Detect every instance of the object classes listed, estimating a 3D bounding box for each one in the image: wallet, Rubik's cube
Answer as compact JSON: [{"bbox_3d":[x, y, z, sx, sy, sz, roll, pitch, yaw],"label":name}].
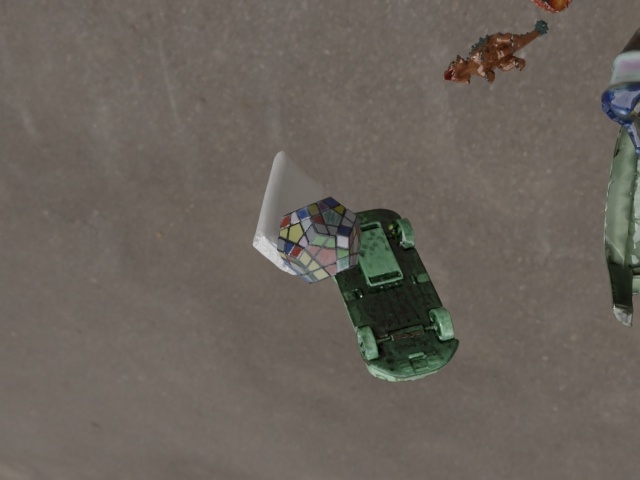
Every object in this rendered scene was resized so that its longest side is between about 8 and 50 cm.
[{"bbox_3d":[-0.042,-0.037,1.322,0.095,0.190,0.033,36,131,-27],"label":"wallet"},{"bbox_3d":[0.000,0.000,1.164,0.093,0.111,0.111,5,145,18],"label":"Rubik's cube"}]

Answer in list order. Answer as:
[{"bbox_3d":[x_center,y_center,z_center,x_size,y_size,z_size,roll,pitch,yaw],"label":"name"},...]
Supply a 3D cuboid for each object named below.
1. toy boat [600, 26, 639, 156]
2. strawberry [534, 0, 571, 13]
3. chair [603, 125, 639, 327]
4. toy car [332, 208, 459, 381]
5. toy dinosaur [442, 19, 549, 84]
[{"bbox_3d":[0.282,-0.055,0.622,0.262,0.115,0.114,27,153,-24],"label":"toy boat"},{"bbox_3d":[0.436,-0.505,1.797,0.192,0.140,0.085,52,172,26],"label":"strawberry"},{"bbox_3d":[0.349,-0.032,0.833,0.190,0.204,0.274,6,-171,11],"label":"chair"},{"bbox_3d":[0.097,0.090,1.412,0.136,0.306,0.125,-14,143,-10],"label":"toy car"},{"bbox_3d":[0.214,-0.226,1.140,0.055,0.154,0.049,36,152,60],"label":"toy dinosaur"}]
